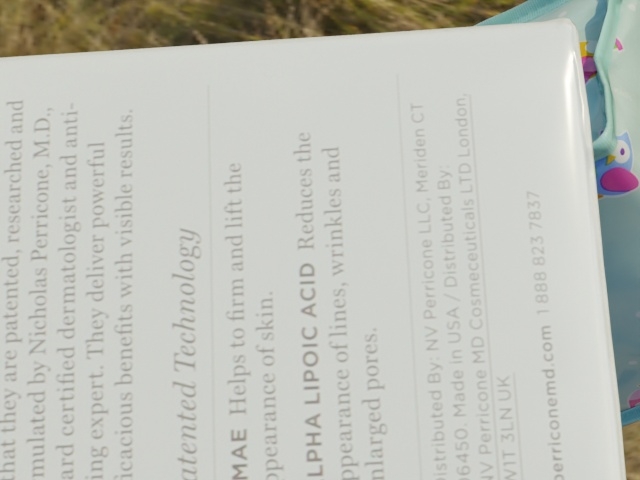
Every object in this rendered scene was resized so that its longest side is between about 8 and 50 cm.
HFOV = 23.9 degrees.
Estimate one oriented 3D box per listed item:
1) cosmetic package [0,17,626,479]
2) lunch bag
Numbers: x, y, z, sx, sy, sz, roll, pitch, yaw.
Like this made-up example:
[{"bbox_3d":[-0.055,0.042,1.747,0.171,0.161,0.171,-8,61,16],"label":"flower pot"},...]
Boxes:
[{"bbox_3d":[-0.105,0.046,0.510,0.385,0.217,0.156,-5,72,4],"label":"cosmetic package"},{"bbox_3d":[0.105,0.002,0.842,0.262,0.223,0.160,-23,41,36],"label":"lunch bag"}]
